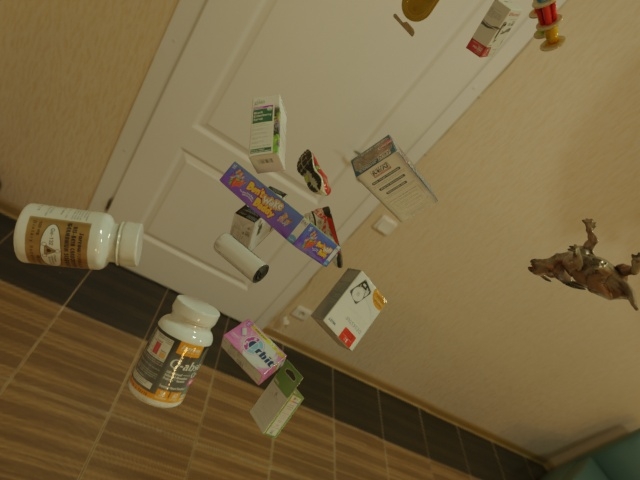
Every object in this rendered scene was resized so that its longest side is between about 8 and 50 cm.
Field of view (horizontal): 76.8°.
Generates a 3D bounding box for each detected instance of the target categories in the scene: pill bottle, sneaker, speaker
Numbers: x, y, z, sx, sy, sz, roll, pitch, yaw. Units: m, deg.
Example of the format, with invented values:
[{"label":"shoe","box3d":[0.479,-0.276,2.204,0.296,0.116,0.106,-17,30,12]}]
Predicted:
[{"label":"pill bottle","box3d":[-0.526,-0.003,0.900,0.229,0.131,0.131,8,39,-17]},{"label":"sneaker","box3d":[0.000,0.000,1.688,0.090,0.145,0.270,55,20,-77]},{"label":"sneaker","box3d":[-0.028,-0.319,1.952,0.118,0.107,0.279,20,41,-48]},{"label":"pill bottle","box3d":[-0.404,0.306,1.137,0.162,0.278,0.162,26,-1,1]},{"label":"speaker","box3d":[-0.184,0.041,0.940,0.136,0.055,0.055,36,25,22]}]

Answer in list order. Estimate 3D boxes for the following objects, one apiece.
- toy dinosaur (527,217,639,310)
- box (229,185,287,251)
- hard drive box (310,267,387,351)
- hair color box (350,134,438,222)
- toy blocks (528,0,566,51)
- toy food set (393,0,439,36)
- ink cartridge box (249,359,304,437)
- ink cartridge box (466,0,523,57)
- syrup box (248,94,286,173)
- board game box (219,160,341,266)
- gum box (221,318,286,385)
[{"label":"toy dinosaur","box3d":[0.685,0.087,1.014,0.296,0.127,0.200,-122,-170,-51]},{"label":"box","box3d":[-0.242,-0.080,1.578,0.087,0.169,0.290,26,34,7]},{"label":"hard drive box","box3d":[0.107,0.246,1.458,0.232,0.089,0.181,-50,116,-20]},{"label":"hair color box","box3d":[0.287,-0.224,1.534,0.347,0.174,0.105,36,32,-42]},{"label":"toy blocks","box3d":[0.484,-0.505,0.874,0.148,0.054,0.123,52,34,-36]},{"label":"toy food set","box3d":[0.391,-0.940,1.589,0.128,0.218,0.071,38,34,-2]},{"label":"ink cartridge box","box3d":[-0.125,0.503,1.291,0.062,0.209,0.109,39,-6,-37]},{"label":"ink cartridge box","box3d":[0.485,-0.591,1.128,0.099,0.135,0.056,-28,66,-40]},{"label":"syrup box","box3d":[-0.163,-0.336,1.270,0.096,0.093,0.237,68,19,-64]},{"label":"board game box","box3d":[-0.119,-0.077,1.217,0.347,0.078,0.233,39,0,28]},{"label":"gum box","box3d":[-0.213,0.341,1.260,0.188,0.062,0.107,39,41,20]}]
